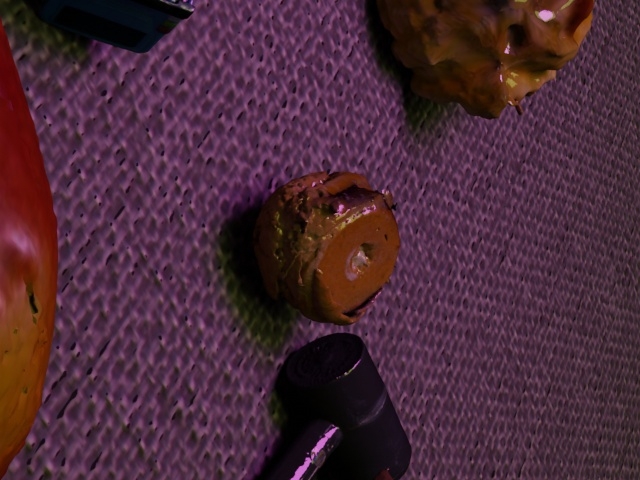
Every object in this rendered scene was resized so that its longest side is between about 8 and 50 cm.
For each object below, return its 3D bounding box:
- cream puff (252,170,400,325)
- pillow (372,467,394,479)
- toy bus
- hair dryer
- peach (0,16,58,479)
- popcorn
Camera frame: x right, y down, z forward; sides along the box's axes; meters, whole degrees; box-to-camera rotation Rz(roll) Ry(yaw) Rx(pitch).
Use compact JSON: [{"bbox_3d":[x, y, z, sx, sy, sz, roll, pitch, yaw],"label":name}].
[{"bbox_3d":[0.000,0.000,1.154,0.133,0.104,0.119,20,99,-48],"label":"cream puff"},{"bbox_3d":[0.055,0.391,1.155,0.305,0.108,0.308,61,40,-40],"label":"pillow"},{"bbox_3d":[-0.127,-0.231,0.993,0.090,0.106,0.184,17,66,-23],"label":"toy bus"},{"bbox_3d":[-0.011,0.184,1.146,0.219,0.071,0.124,-48,125,-43],"label":"hair dryer"},{"bbox_3d":[-0.287,0.025,0.470,0.416,0.339,0.353,-15,105,-50],"label":"peach"},{"bbox_3d":[0.157,-0.225,1.399,0.169,0.218,0.189,-130,-145,-63],"label":"popcorn"}]
